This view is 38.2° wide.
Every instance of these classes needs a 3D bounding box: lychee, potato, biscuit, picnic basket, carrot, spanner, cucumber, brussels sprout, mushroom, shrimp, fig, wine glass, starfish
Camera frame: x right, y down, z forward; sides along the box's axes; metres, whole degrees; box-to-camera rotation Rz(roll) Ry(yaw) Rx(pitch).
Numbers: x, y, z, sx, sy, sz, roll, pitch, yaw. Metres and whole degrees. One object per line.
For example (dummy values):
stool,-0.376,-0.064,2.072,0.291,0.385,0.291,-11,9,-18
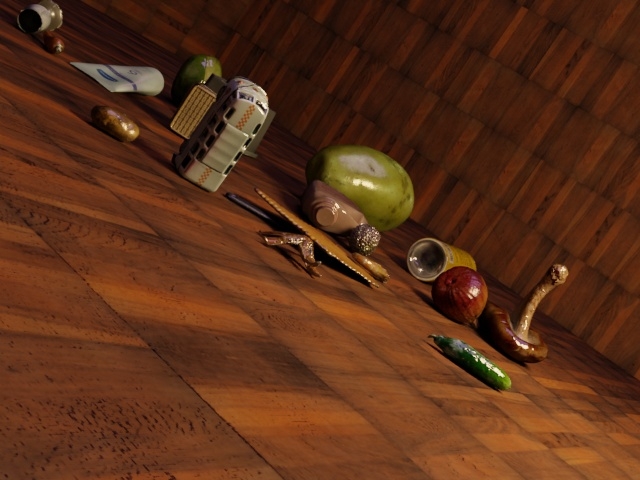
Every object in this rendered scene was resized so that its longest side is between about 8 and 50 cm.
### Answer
lychee,0.091,0.000,1.908,0.068,0.067,0.083,-1,24,25
potato,0.099,-0.129,2.244,0.304,0.215,0.216,31,8,-38
biscuit,0.000,0.000,1.668,0.232,0.013,0.237,35,5,-46
picnic basket,-0.227,-0.247,1.954,0.164,0.115,0.079,33,6,-8
carrot,-0.559,-0.412,1.920,0.035,0.035,0.142,28,7,-35
spanner,-0.076,-0.029,1.614,0.209,0.012,0.046,31,9,-16
cucumber,0.240,0.191,1.469,0.155,0.037,0.037,33,8,3
brussels sprout,-0.330,-0.408,2.458,0.131,0.145,0.183,8,-30,-12
mushroom,0.443,0.136,1.949,0.148,0.217,0.227,30,8,-20
shrimp,0.095,0.049,1.760,0.059,0.023,0.108,32,-4,41
fig,0.282,0.126,1.907,0.119,0.153,0.119,4,42,-3
potato,-0.324,-0.185,1.458,0.083,0.040,0.051,28,14,-27
wine glass,-0.619,-0.489,2.030,0.074,0.074,0.262,32,10,-15
starfish,-0.035,0.008,1.450,0.133,0.041,0.130,35,7,12

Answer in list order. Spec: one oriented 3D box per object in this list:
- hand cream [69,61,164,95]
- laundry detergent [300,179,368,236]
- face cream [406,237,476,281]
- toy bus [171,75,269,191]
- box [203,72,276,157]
hand cream,-0.441,-0.357,2.065,0.109,0.067,0.321,36,15,7
laundry detergent,0.039,-0.052,1.987,0.171,0.076,0.237,32,8,-10
face cream,0.315,0.063,2.299,0.105,0.105,0.349,37,9,22
toy bus,-0.159,-0.172,1.515,0.087,0.194,0.089,30,17,-26
box,-0.223,-0.313,2.306,0.163,0.135,0.243,37,8,20
